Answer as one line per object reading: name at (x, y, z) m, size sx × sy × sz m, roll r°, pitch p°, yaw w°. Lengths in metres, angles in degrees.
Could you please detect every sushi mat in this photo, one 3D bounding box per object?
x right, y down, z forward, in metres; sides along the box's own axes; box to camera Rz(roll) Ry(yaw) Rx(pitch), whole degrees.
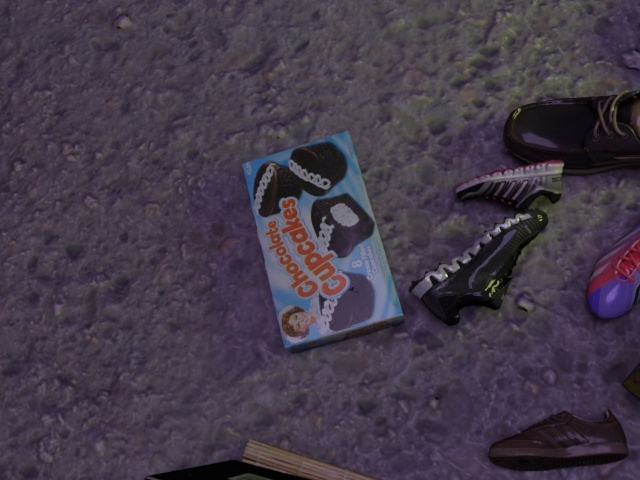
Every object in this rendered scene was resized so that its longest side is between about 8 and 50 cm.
sushi mat at (0.013, 0.401, 1.081) m, size 0.317 × 0.019 × 0.151 m, roll 13°, pitch 75°, yaw 14°

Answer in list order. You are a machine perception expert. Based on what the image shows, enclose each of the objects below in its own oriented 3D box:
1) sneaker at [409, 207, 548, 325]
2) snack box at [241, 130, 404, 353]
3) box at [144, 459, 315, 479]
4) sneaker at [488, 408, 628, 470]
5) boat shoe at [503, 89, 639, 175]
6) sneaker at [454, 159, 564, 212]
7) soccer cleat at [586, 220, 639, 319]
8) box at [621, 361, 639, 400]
sneaker at (0.256, 0.047, 1.133) m, size 0.234 × 0.078 × 0.106 m, roll -34°, pitch 72°, yaw 1°
snack box at (0.000, 0.000, 1.198) m, size 0.187 × 0.060 × 0.321 m, roll -17°, pitch 69°, yaw 4°
box at (-0.110, 0.445, 0.899) m, size 0.179 × 0.343 × 0.312 m, roll 10°, pitch 79°, yaw 13°
sneaker at (0.327, 0.278, 1.056) m, size 0.189 × 0.066 × 0.071 m, roll -3°, pitch 54°, yaw 3°
boat shoe at (0.462, -0.179, 1.143) m, size 0.356 × 0.130 × 0.132 m, roll 2°, pitch 71°, yaw 10°
sneaker at (0.295, -0.074, 1.170) m, size 0.171 × 0.063 × 0.074 m, roll -11°, pitch 95°, yaw 20°
soccer cleat at (0.477, 0.009, 1.095) m, size 0.083 × 0.095 × 0.248 m, roll 42°, pitch 82°, yaw 20°
box at (0.564, 0.116, 0.940) m, size 0.177 × 0.290 × 0.279 m, roll 41°, pitch 81°, yaw 19°
